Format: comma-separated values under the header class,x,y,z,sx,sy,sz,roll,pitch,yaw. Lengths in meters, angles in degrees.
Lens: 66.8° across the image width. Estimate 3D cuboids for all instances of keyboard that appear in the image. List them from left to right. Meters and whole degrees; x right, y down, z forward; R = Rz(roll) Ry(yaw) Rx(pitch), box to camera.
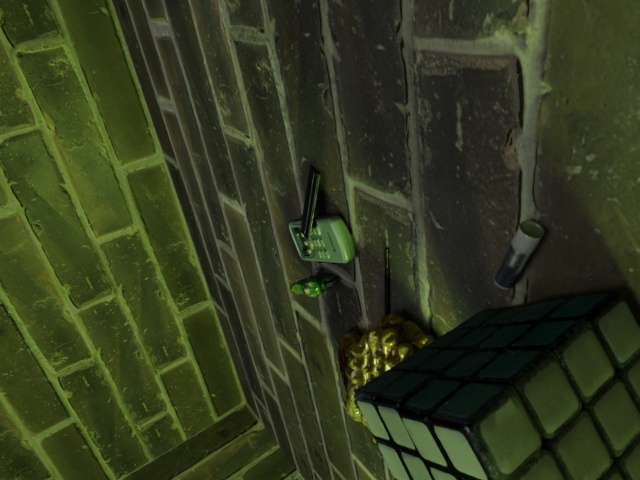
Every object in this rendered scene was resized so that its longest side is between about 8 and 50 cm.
class,x,y,z,sx,sy,sz,roll,pitch,yaw
keyboard,-0.029,-0.101,1.342,0.067,0.011,0.202,-131,45,-53

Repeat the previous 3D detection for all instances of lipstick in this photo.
class,x,y,z,sx,sy,sz,roll,pitch,yaw
lipstick,0.331,0.029,0.818,0.040,0.040,0.141,47,150,32

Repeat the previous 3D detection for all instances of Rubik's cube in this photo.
class,x,y,z,sx,sy,sz,roll,pitch,yaw
Rubik's cube,0.318,0.314,0.762,0.343,0.344,0.337,61,154,1

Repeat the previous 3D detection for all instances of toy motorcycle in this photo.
class,x,y,z,sx,sy,sz,roll,pitch,yaw
toy motorcycle,-0.020,0.139,1.512,0.190,0.106,0.074,-9,105,62

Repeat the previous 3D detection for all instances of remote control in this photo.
class,x,y,z,sx,sy,sz,roll,pitch,yaw
remote control,0.000,0.000,1.403,0.296,0.056,0.140,1,115,63

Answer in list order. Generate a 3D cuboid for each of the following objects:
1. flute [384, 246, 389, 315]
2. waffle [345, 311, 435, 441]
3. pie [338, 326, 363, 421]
class,x,y,z,sx,sy,sz,roll,pitch,yaw
flute,0.171,0.127,1.246,0.014,0.014,0.269,37,144,43
waffle,0.191,0.351,1.214,0.261,0.151,0.324,45,133,41
pie,0.107,0.415,1.477,0.308,0.086,0.308,177,90,-87
